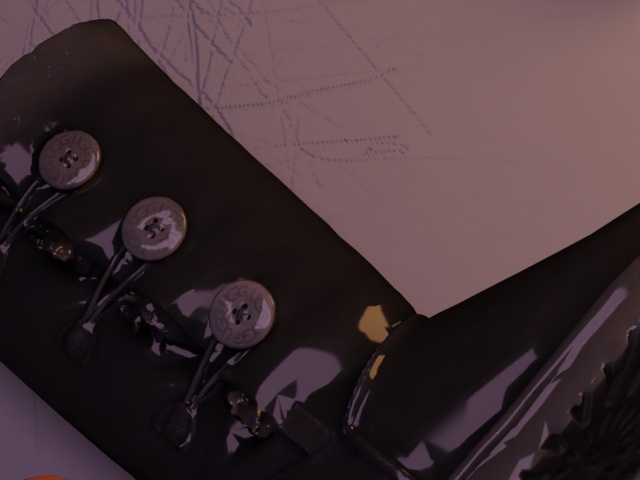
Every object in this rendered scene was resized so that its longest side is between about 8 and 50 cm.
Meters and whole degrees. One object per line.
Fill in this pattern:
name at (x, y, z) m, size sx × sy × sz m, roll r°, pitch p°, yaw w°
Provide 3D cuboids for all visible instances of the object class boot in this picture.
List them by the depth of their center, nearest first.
boot at (-0.002, 0.001, 1.055) m, size 0.367 × 0.146 × 0.445 m, roll -44°, pitch 56°, yaw -13°

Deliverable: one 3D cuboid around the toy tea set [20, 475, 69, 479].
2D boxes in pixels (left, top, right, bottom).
toy tea set at (-0.211, 0.286, 0.963) m, size 0.200 × 0.124 × 0.336 m, roll 45°, pitch 57°, yaw -4°
